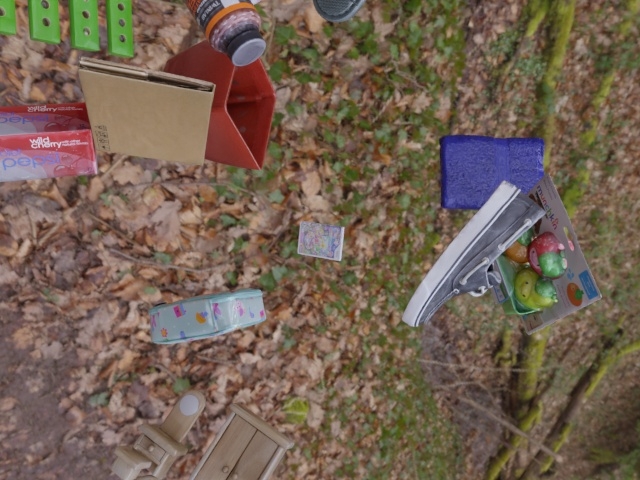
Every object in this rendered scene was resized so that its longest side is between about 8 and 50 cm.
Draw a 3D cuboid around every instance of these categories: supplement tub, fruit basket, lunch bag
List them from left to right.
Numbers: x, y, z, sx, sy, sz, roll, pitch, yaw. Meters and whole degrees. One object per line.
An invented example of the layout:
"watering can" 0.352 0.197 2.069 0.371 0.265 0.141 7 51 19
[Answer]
"lunch bag" -0.296 0.195 1.453 0.224 0.279 0.108 -1 80 -70
"supplement tub" -0.176 -0.413 0.992 0.106 0.198 0.106 -31 170 -6
"fruit basket" 0.551 0.050 1.429 0.165 0.327 0.353 -11 159 -6

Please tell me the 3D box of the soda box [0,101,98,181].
"soda box" -0.492 -0.150 0.858 0.263 0.083 0.092 -8 137 -21

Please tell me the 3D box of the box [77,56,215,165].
"box" -0.238 -0.169 0.771 0.164 0.201 0.021 7 68 -13

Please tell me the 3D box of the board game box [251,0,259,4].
"board game box" -0.172 -0.506 1.119 0.090 0.090 0.020 -43 170 -26

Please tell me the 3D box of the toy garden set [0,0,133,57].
"toy garden set" -0.421 -0.413 0.881 0.244 0.049 0.204 -9 100 -54

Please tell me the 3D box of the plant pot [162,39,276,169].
"plant pot" -0.285 -0.362 1.465 0.267 0.235 0.267 64 30 -60

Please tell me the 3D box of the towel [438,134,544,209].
"towel" 0.495 -0.190 1.603 0.308 0.076 0.228 3 78 -2

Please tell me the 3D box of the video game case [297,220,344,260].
"video game case" 0.000 0.000 1.423 0.011 0.122 0.087 -11 108 -65

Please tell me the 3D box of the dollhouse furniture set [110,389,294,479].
"dollhouse furniture set" -0.173 0.311 0.744 0.174 0.303 0.355 -57 163 -11

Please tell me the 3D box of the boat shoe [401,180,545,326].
"boat shoe" 0.256 0.047 0.937 0.301 0.102 0.108 -54 166 16

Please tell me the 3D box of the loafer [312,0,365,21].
"loafer" 0.062 -0.396 0.658 0.084 0.096 0.268 -30 139 -61
